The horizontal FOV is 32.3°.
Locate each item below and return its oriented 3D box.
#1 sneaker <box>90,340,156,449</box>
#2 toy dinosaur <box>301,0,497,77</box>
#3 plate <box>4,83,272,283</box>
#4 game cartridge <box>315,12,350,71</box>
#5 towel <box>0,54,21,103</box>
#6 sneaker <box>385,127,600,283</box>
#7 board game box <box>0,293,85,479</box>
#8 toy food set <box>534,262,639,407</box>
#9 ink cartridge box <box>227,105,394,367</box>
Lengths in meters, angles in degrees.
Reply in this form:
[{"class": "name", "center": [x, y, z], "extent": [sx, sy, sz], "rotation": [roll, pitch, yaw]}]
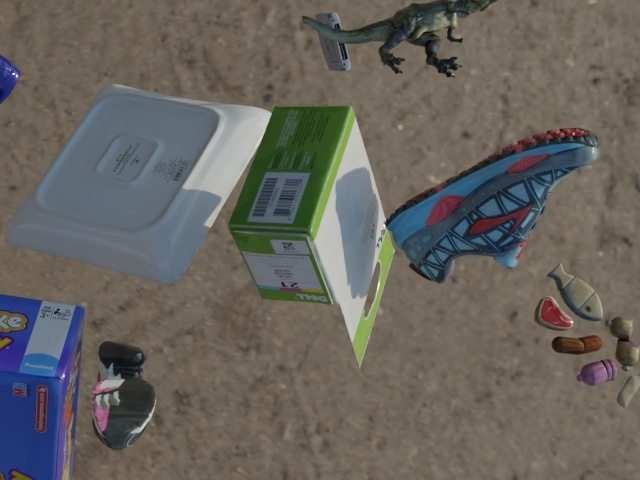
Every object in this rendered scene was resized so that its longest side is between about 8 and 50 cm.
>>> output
[{"class": "sneaker", "center": [-0.224, 0.189, 1.249], "extent": [0.072, 0.178, 0.077], "rotation": [7, 112, -9]}, {"class": "toy dinosaur", "center": [0.118, -0.267, 1.434], "extent": [0.268, 0.064, 0.118], "rotation": [-11, 56, -2]}, {"class": "plate", "center": [-0.235, -0.091, 1.392], "extent": [0.277, 0.278, 0.045], "rotation": [-62, 149, -28]}, {"class": "game cartridge", "center": [0.016, -0.281, 1.561], "extent": [0.017, 0.056, 0.083], "rotation": [-23, 110, -24]}, {"class": "towel", "center": [-0.509, -0.179, 1.175], "extent": [0.308, 0.076, 0.227], "rotation": [36, 94, -38]}, {"class": "sneaker", "center": [0.210, -0.035, 1.251], "extent": [0.125, 0.262, 0.104], "rotation": [61, 28, -3]}, {"class": "board game box", "center": [-0.317, 0.185, 0.868], "extent": [0.233, 0.078, 0.347], "rotation": [10, 128, -6]}, {"class": "toy food set", "center": [0.232, 0.083, 0.945], "extent": [0.122, 0.019, 0.078], "rotation": [40, 71, -2]}, {"class": "ink cartridge box", "center": [0.000, 0.000, 1.267], "extent": [0.255, 0.097, 0.189], "rotation": [70, 30, -47]}]
